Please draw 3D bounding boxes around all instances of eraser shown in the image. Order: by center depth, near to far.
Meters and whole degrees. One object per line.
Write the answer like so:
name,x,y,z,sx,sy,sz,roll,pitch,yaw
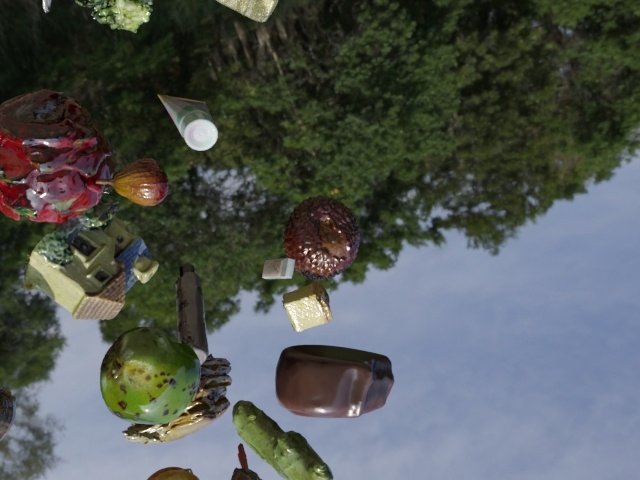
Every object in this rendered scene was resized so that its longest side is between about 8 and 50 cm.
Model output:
eraser,-0.078,0.052,1.228,0.083,0.019,0.038,-7,-112,56

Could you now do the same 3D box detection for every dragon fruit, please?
dragon fruit,-0.649,-0.191,1.565,0.329,0.329,0.329,-18,-158,8

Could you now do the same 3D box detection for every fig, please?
fig,-0.426,-0.148,1.534,0.119,0.153,0.119,-51,-158,30

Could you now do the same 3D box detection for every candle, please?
candle,-0.200,0.626,1.784,0.026,0.021,0.167,-44,-140,16

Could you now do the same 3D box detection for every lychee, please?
lychee,0.000,0.000,1.514,0.188,0.188,0.188,-18,-158,8

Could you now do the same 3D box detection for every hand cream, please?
hand cream,-0.191,-0.183,0.966,0.076,0.047,0.174,6,-155,-24

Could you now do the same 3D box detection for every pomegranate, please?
pomegranate,-0.240,0.214,0.975,0.143,0.169,0.122,-40,-145,2

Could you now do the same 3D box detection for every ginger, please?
ginger,-0.078,0.422,1.345,0.089,0.137,0.290,-48,-139,-15

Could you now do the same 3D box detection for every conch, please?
conch,-0.826,0.430,1.618,0.210,0.291,0.159,-39,149,27

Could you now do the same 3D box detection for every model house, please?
model house,-0.604,0.051,1.812,0.261,0.266,0.321,-42,-170,51

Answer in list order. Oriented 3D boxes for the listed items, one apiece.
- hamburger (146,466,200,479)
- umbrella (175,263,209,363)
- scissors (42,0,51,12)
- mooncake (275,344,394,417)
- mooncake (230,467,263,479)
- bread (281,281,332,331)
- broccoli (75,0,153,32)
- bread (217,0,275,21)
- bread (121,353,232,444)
hamburger,-0.353,0.619,1.575,0.162,0.162,0.115,-30,-172,-22
umbrella,-0.333,0.179,1.689,0.067,0.073,0.337,-35,-142,14
scissors,-0.331,-0.383,0.804,0.021,0.212,0.110,20,-148,-1
mooncake,0.041,0.378,1.762,0.334,0.174,0.326,9,175,-11
mooncake,-0.197,0.655,1.672,0.130,0.073,0.125,31,-81,57
bread,-0.041,0.201,2.119,0.147,0.127,0.152,-18,-154,1
broccoli,-0.438,-0.656,1.473,0.338,0.317,0.277,-36,-158,2
bread,-0.154,-0.530,1.411,0.068,0.126,0.188,-61,-170,24
bread,-0.439,0.514,2.028,0.370,0.191,0.314,-36,168,8
